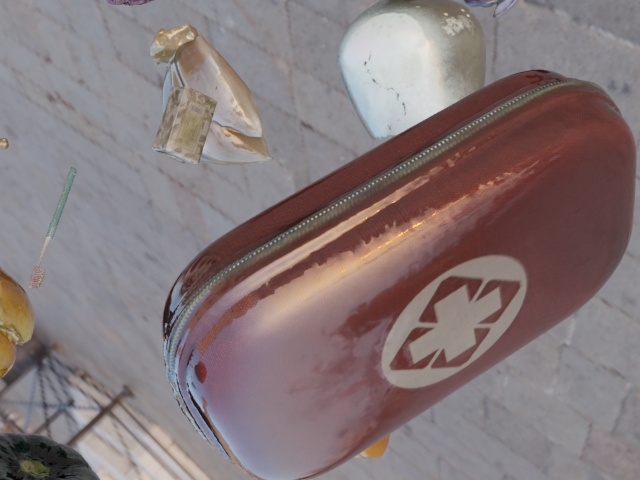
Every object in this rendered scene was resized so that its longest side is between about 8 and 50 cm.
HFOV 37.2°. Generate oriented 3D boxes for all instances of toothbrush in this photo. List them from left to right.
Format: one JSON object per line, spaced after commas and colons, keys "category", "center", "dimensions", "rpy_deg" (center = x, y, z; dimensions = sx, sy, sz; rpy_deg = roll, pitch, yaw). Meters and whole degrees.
{"category": "toothbrush", "center": [-0.322, -0.017, 1.155], "dimensions": [0.014, 0.167, 0.011], "rpy_deg": [5, 153, 14]}

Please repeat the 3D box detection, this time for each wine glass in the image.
{"category": "wine glass", "center": [0.124, -0.319, 1.428], "dimensions": [0.238, 0.238, 0.323], "rpy_deg": [1, 102, 60]}

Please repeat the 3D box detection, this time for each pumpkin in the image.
{"category": "pumpkin", "center": [-0.474, 0.437, 1.457], "dimensions": [0.315, 0.239, 0.315], "rpy_deg": [16, -167, -4]}

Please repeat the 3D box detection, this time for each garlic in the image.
{"category": "garlic", "center": [-0.234, -0.268, 1.927], "dimensions": [0.325, 0.132, 0.279], "rpy_deg": [61, 161, 0]}

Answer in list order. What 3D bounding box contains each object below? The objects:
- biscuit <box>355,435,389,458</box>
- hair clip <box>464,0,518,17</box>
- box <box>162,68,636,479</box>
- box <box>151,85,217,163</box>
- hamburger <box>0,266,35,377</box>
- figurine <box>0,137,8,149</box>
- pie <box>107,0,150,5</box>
{"category": "biscuit", "center": [0.056, 0.193, 1.228], "dimensions": [0.050, 0.170, 0.170], "rpy_deg": [-11, 127, 25]}
{"category": "hair clip", "center": [0.216, -0.308, 0.968], "dimensions": [0.052, 0.195, 0.124], "rpy_deg": [24, -141, -48]}
{"category": "box", "center": [0.073, 0.033, 0.741], "dimensions": [0.108, 0.403, 0.263], "rpy_deg": [52, 169, 38]}
{"category": "box", "center": [-0.184, -0.157, 1.295], "dimensions": [0.062, 0.098, 0.045], "rpy_deg": [25, 169, -39]}
{"category": "hamburger", "center": [-0.397, 0.071, 1.004], "dimensions": [0.156, 0.144, 0.283], "rpy_deg": [-5, 156, 22]}
{"category": "figurine", "center": [-0.613, -0.100, 1.322], "dimensions": [0.207, 0.386, 0.166], "rpy_deg": [56, 139, 30]}
{"category": "pie", "center": [-0.180, -0.339, 0.936], "dimensions": [0.204, 0.054, 0.219], "rpy_deg": [42, 116, 39]}
